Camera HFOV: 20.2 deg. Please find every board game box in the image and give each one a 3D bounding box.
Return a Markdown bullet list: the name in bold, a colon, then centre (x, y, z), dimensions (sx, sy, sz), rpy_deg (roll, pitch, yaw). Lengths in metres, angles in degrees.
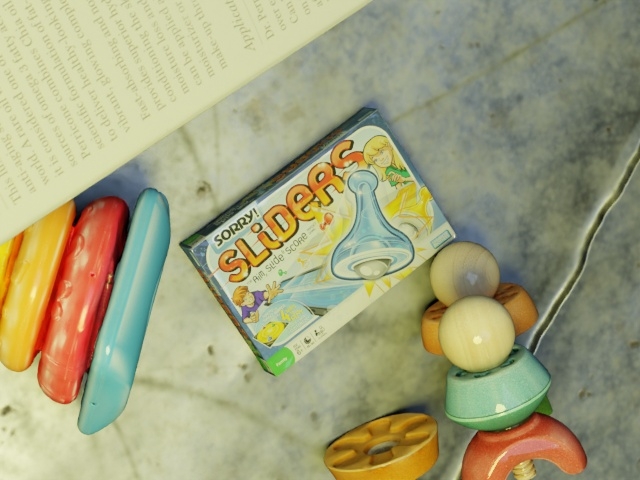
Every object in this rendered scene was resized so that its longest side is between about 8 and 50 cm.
- **board game box**: centre (0.000, 0.000, 1.513), dimensions (0.201, 0.035, 0.136), rpy_deg (-38, 108, -13)

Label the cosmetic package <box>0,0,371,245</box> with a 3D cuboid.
- **cosmetic package**: centre (-0.202, -0.165, 1.254), dimensions (0.453, 0.161, 0.230), rpy_deg (-35, 116, -23)

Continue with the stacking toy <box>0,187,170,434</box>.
- **stacking toy**: centre (-0.275, 0.019, 1.365), dimensions (0.301, 0.175, 0.166), rpy_deg (15, 62, -5)

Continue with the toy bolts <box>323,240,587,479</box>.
- **toy bolts**: centre (0.099, 0.110, 1.466), dimensions (0.218, 0.228, 0.159), rpy_deg (-22, 106, -9)
